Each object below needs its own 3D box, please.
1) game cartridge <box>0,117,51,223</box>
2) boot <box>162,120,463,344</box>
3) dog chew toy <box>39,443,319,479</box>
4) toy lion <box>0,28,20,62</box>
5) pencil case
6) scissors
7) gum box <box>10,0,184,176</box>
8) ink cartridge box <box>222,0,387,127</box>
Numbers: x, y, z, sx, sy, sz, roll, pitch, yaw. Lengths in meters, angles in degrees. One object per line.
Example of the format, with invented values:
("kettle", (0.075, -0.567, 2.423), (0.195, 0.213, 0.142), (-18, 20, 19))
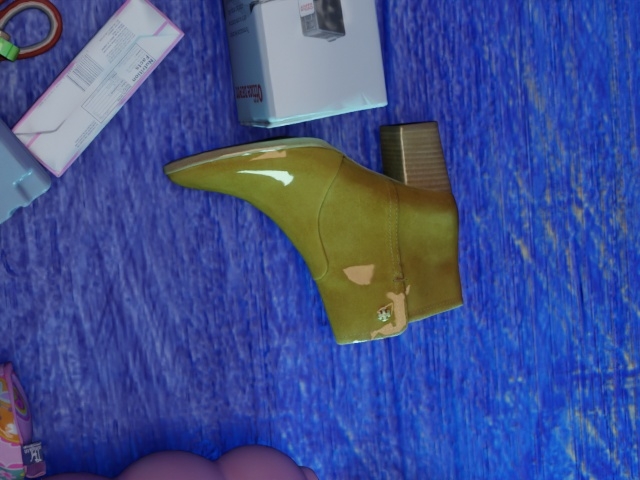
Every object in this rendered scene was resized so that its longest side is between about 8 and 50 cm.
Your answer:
("game cartridge", (-0.415, -0.049, 1.332), (0.294, 0.060, 0.196), (-31, 116, 15))
("boot", (0.000, 0.000, 1.456), (0.295, 0.104, 0.211), (-7, 96, -15))
("dog chew toy", (-0.152, 0.295, 1.409), (0.332, 0.206, 0.206), (-18, 98, -18))
("toy lion", (-0.323, -0.193, 1.358), (0.100, 0.096, 0.034), (29, 88, -12))
("pencil case", (-0.406, 0.200, 1.384), (0.284, 0.124, 0.124), (-12, 97, -11))
("scissors", (-0.373, -0.152, 1.413), (0.297, 0.021, 0.109), (-43, 103, -4))
("gum box", (-0.210, -0.151, 1.398), (0.062, 0.107, 0.188), (42, 86, -12))
("ink cartridge box", (-0.028, -0.248, 1.381), (0.114, 0.197, 0.272), (-8, 97, -11))
